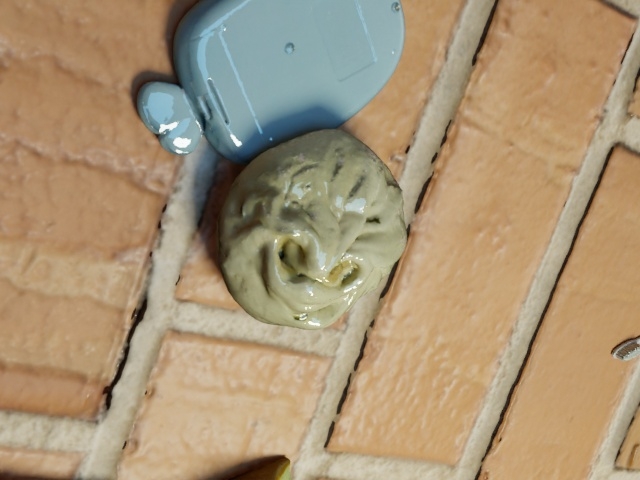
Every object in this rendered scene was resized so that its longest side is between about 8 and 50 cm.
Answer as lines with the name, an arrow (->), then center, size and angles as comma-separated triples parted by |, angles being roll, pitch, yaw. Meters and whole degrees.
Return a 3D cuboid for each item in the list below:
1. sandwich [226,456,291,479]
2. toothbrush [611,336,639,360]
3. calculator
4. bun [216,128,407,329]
sandwich -> -0.118, 0.344, 1.068 | 0.244, 0.088, 0.090 | -22, 120, -21
toothbrush -> 0.554, 0.116, 1.395 | 0.286, 0.025, 0.020 | -25, 118, -20
calculator -> -0.043, -0.182, 0.950 | 0.303, 0.042, 0.188 | -32, 121, -16
bun -> 0.000, 0.000, 0.971 | 0.231, 0.133, 0.231 | -18, 128, -24
